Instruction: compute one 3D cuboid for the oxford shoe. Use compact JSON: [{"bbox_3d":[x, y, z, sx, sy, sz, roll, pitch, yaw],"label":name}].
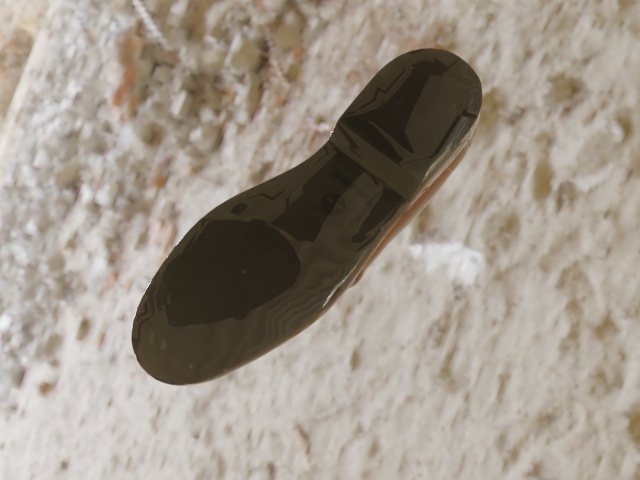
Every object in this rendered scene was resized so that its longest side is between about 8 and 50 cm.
[{"bbox_3d":[0.000,0.000,0.643,0.212,0.076,0.076,-40,-19,-6],"label":"oxford shoe"}]
